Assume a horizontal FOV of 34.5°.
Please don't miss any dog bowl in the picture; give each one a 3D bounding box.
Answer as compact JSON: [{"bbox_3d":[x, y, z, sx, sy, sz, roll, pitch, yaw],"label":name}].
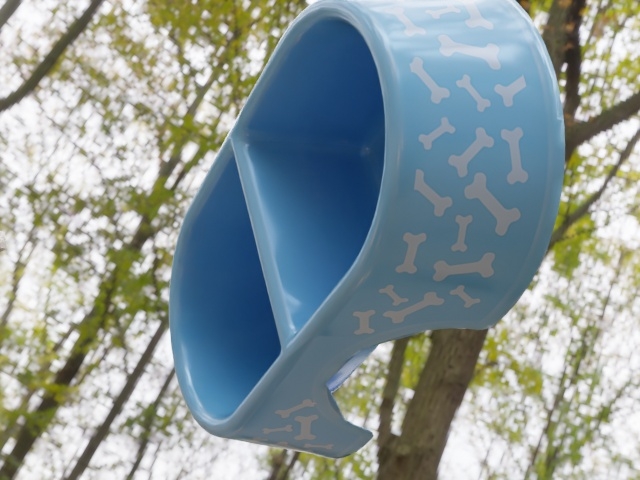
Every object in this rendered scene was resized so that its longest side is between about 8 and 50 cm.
[{"bbox_3d":[0.000,0.000,0.513,0.074,0.166,0.297,2,-34,-28],"label":"dog bowl"}]

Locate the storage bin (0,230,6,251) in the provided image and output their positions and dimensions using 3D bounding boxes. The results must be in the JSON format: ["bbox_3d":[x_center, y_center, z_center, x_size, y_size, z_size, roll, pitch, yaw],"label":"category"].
[{"bbox_3d":[-0.369,-0.038,0.570,0.260,0.123,0.262,-17,-15,26],"label":"storage bin"}]
